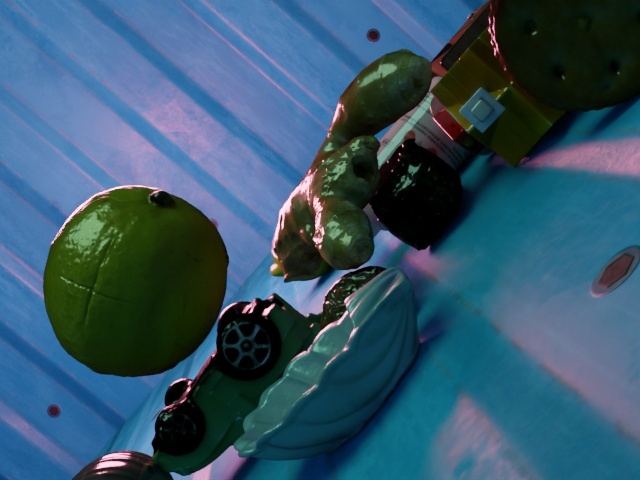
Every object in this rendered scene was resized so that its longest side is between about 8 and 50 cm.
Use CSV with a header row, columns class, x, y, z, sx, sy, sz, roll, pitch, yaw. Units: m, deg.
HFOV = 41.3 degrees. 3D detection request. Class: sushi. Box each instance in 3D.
class,x,y,z,sx,sy,sz,roll,pitch,yaw
sushi,0.153,-0.079,1.344,0.127,0.124,0.225,-51,11,15

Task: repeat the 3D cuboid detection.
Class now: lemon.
class,x,y,z,sx,sy,sz,roll,pitch,yaw
lemon,-0.283,0.065,1.319,0.297,0.297,0.297,-49,7,8

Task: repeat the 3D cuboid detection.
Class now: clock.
class,x,y,z,sx,sy,sz,roll,pitch,yaw
clock,0.276,-0.226,1.230,0.235,0.166,0.309,-48,0,14

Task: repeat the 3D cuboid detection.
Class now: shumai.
class,x,y,z,sx,sy,sz,roll,pitch,yaw
shumai,0.073,0.099,1.154,0.139,0.105,0.123,-55,44,47

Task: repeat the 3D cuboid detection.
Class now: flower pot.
class,x,y,z,sx,sy,sz,roll,pitch,yaw
flower pot,-0.295,0.417,1.252,0.157,0.189,0.243,-34,18,11

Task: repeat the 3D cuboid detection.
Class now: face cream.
class,x,y,z,sx,sy,sz,roll,pitch,yaw
face cream,0.138,-0.111,1.529,0.370,0.145,0.145,-48,7,1

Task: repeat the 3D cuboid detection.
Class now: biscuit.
class,x,y,z,sx,sy,sz,roll,pitch,yaw
biscuit,0.304,-0.256,0.985,0.220,0.220,0.066,-46,4,26

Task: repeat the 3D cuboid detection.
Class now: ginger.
class,x,y,z,sx,sy,sz,roll,pitch,yaw
ginger,0.025,-0.102,1.321,0.348,0.122,0.363,-21,55,61

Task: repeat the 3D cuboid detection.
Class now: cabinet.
class,x,y,z,sx,sy,sz,roll,pitch,yaw
cabinet,0.334,-0.384,1.758,0.215,0.148,0.175,-49,7,-7

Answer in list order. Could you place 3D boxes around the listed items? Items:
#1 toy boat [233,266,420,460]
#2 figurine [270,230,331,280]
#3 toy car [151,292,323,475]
class,x,y,z,sx,sy,sz,roll,pitch,yaw
toy boat,0.021,0.162,1.010,0.290,0.100,0.199,-50,7,5
figurine,0.000,0.000,1.911,0.263,0.143,0.162,-27,22,26
toy car,-0.114,0.214,1.325,0.359,0.176,0.213,-54,5,-3
